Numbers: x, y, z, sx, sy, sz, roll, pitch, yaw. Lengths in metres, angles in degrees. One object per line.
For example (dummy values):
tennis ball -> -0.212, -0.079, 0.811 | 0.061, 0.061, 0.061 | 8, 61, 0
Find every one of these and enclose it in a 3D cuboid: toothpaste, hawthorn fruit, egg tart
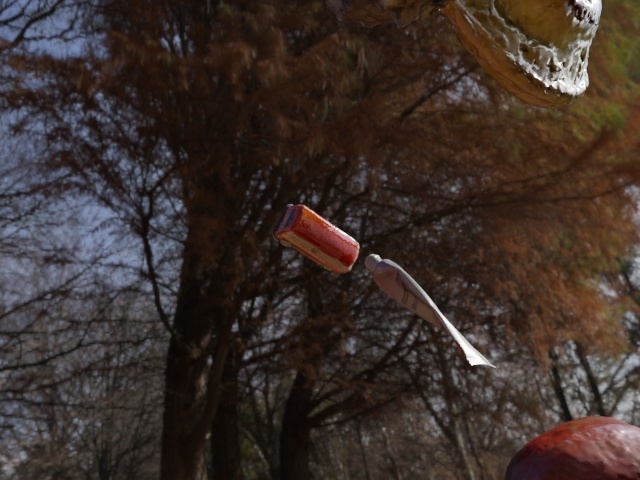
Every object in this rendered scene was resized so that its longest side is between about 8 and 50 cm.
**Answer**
toothpaste -> 0.176, 0.116, 1.045 | 0.048, 0.301, 0.075 | -40, -40, -7
hawthorn fruit -> 0.284, 0.290, 0.642 | 0.251, 0.189, 0.189 | -8, -27, -16
egg tart -> 0.351, -0.441, 1.070 | 0.443, 0.443, 0.178 | 11, -36, -36

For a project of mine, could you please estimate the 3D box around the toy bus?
toy bus -> 0.000, 0.000, 1.164 | 0.174, 0.079, 0.077 | 33, -22, -22

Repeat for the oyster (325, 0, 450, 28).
oyster -> 0.081, -0.280, 0.480 | 0.111, 0.204, 0.396 | 28, -41, -29
